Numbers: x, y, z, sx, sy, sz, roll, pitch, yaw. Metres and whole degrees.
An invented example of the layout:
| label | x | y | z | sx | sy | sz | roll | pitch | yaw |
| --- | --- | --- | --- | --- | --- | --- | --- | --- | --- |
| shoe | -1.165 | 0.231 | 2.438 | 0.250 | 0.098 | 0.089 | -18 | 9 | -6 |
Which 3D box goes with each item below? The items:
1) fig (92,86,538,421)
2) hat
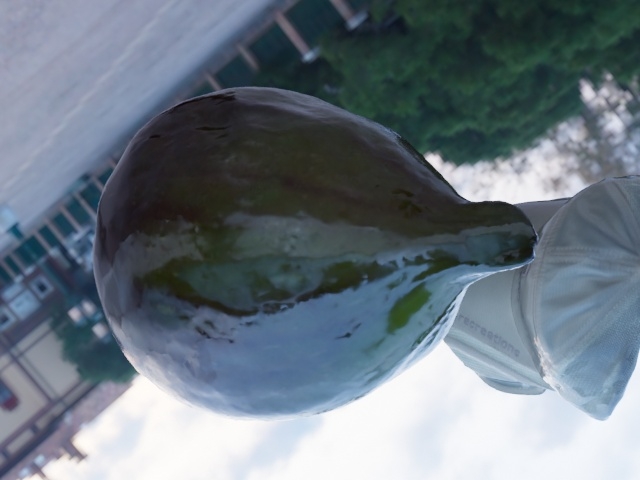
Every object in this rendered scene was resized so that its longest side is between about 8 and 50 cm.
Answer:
| label | x | y | z | sx | sy | sz | roll | pitch | yaw |
| --- | --- | --- | --- | --- | --- | --- | --- | --- | --- |
| fig | 0.000 | 0.000 | 0.393 | 0.155 | 0.109 | 0.103 | -12 | 164 | 36 |
| hat | 0.187 | 0.019 | 1.049 | 0.226 | 0.164 | 0.219 | 13 | -106 | 28 |
